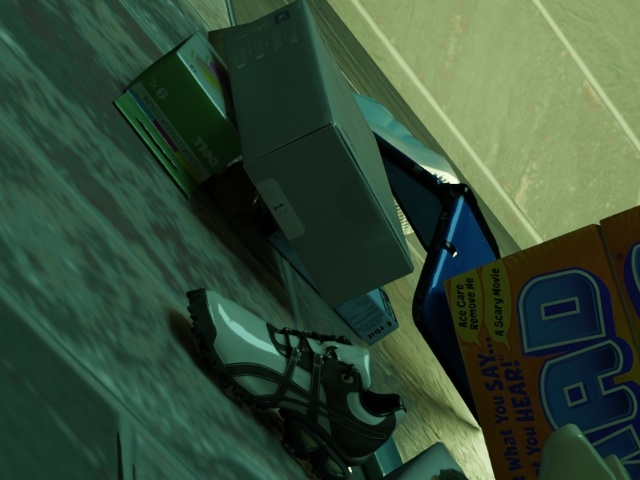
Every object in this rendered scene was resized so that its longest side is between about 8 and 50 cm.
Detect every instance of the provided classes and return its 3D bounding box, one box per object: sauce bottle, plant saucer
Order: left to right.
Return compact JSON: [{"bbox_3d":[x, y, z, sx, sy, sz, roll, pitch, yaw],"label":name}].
[{"bbox_3d":[-0.073,-0.054,1.475,0.042,0.042,0.128,53,10,-8],"label":"sauce bottle"},{"bbox_3d":[0.060,0.206,1.318,0.067,0.018,0.192,45,15,-40],"label":"plant saucer"}]

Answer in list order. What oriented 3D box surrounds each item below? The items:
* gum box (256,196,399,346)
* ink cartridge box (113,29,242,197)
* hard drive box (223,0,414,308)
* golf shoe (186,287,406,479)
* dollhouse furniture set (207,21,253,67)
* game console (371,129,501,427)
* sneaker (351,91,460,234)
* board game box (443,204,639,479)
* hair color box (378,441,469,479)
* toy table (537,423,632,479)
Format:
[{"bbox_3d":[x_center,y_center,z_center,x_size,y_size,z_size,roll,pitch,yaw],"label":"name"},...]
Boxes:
[{"bbox_3d":[0.000,0.000,1.621,0.184,0.041,0.157,48,13,-33],"label":"gum box"},{"bbox_3d":[-0.115,-0.119,1.435,0.109,0.062,0.209,54,11,-10],"label":"ink cartridge box"},{"bbox_3d":[-0.004,-0.084,1.447,0.232,0.089,0.181,-103,166,-55],"label":"hard drive box"},{"bbox_3d":[-0.016,0.088,1.150,0.198,0.094,0.077,46,15,-30],"label":"golf shoe"},{"bbox_3d":[-0.060,-0.173,1.858,0.182,0.101,0.161,-31,111,-80],"label":"dollhouse furniture set"},{"bbox_3d":[0.128,0.048,1.856,0.293,0.173,0.250,56,46,-49],"label":"game console"},{"bbox_3d":[0.071,-0.121,2.043,0.366,0.135,0.150,35,27,-61],"label":"sneaker"},{"bbox_3d":[0.392,0.188,1.685,0.356,0.356,0.356,36,36,-59],"label":"board game box"},{"bbox_3d":[0.052,0.244,0.912,0.185,0.113,0.374,56,10,6],"label":"hair color box"},{"bbox_3d":[0.229,0.298,1.386,0.252,0.161,0.274,49,11,-28],"label":"toy table"}]
